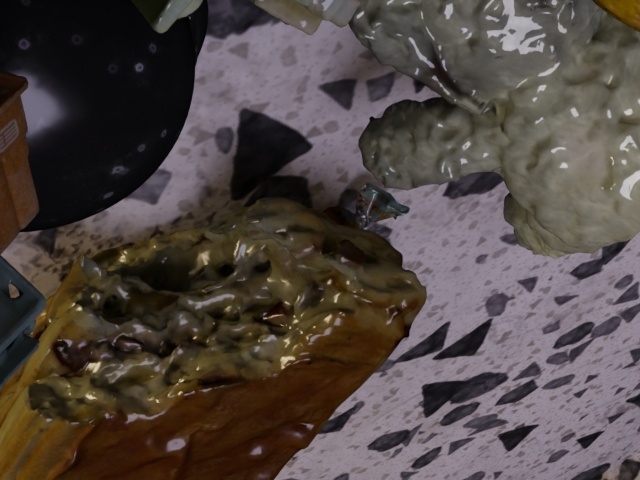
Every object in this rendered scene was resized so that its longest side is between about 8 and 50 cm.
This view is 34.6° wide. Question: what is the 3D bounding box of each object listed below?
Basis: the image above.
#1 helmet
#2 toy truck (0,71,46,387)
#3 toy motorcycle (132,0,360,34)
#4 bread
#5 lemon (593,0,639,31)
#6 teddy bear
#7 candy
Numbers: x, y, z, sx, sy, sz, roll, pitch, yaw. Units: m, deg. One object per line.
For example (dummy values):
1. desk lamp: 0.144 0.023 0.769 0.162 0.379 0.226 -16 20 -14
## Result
1. helmet: -0.179 -0.094 0.652 0.278 0.160 0.230 6 131 -39
2. toy truck: -0.316 -0.021 0.544 0.338 0.133 0.184 11 132 17
3. toy motorcycle: 0.005 -0.281 0.525 0.410 0.169 0.237 -47 134 11
4. bread: -0.125 0.101 0.922 0.314 0.191 0.370 16 121 -39
5. lemon: 0.218 -0.217 0.578 0.188 0.257 0.188 4 161 1
6. teddy bear: 0.154 -0.172 0.820 0.327 0.362 0.375 -42 180 9
7. candy: 0.000 0.000 1.003 0.182 0.046 0.053 -32 149 14
